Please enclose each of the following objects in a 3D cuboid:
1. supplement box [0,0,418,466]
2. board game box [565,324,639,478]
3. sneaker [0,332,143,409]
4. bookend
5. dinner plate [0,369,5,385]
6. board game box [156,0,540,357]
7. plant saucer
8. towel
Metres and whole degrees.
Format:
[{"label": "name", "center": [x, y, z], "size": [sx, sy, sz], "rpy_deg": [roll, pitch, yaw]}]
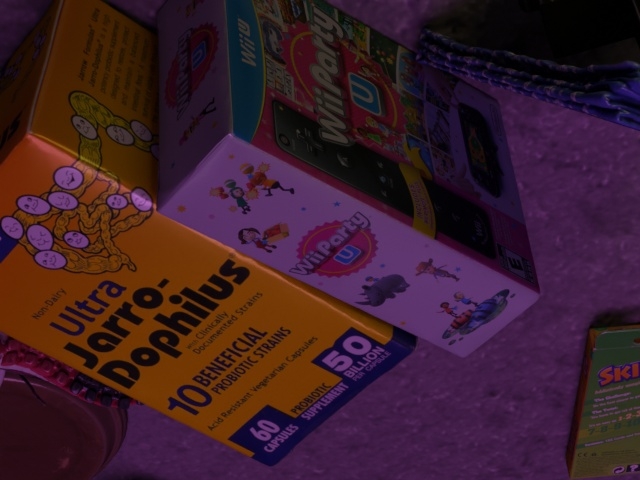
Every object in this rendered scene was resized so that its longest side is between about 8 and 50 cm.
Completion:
[{"label": "supplement box", "center": [-0.119, -0.004, 1.203], "size": [0.356, 0.195, 0.194], "rpy_deg": [30, 126, -24]}, {"label": "board game box", "center": [0.339, 0.168, 1.587], "size": [0.124, 0.039, 0.259], "rpy_deg": [-5, 140, -3]}, {"label": "sneaker", "center": [-0.288, 0.076, 1.364], "size": [0.299, 0.121, 0.112], "rpy_deg": [27, 173, -18]}, {"label": "bookend", "center": [0.232, -0.180, 1.117], "size": [0.157, 0.156, 0.072], "rpy_deg": [-15, 135, 10]}, {"label": "dinner plate", "center": [-0.373, 0.114, 1.418], "size": [0.141, 0.017, 0.141], "rpy_deg": [0, 113, 0]}, {"label": "board game box", "center": [0.020, -0.068, 1.160], "size": [0.303, 0.224, 0.097], "rpy_deg": [25, 130, -30]}, {"label": "plant saucer", "center": [-0.340, 0.201, 1.536], "size": [0.278, 0.041, 0.278], "rpy_deg": [-3, 138, -3]}, {"label": "towel", "center": [0.237, -0.103, 1.112], "size": [0.243, 0.336, 0.040], "rpy_deg": [15, 98, -22]}]
